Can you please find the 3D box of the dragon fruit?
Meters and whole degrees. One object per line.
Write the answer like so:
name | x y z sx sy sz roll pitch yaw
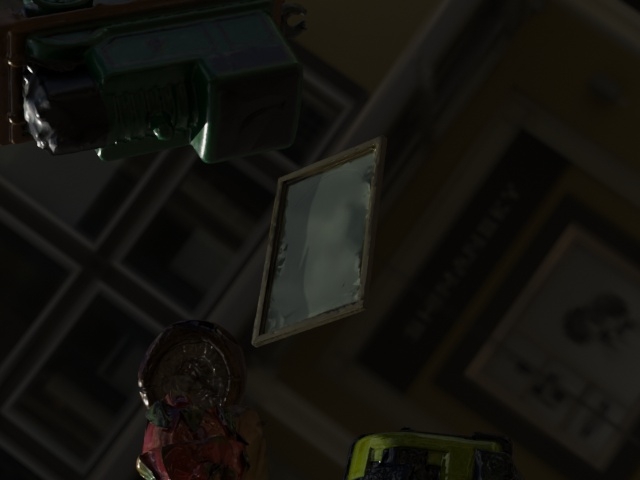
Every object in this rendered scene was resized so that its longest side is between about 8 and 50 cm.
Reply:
dragon fruit | -0.102 0.161 1.316 0.086 0.116 0.081 3 -51 -40

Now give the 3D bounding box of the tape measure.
tape measure | 0.108 0.237 1.606 0.199 0.186 0.112 59 -142 -61

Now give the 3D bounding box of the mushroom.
mushroom | -0.131 0.143 1.764 0.123 0.123 0.052 -57 -10 14

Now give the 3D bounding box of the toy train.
toy train | -0.191 -0.190 1.903 0.429 0.249 0.178 -13 -44 -22

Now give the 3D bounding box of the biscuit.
biscuit | -0.093 0.240 1.509 0.118 0.061 0.183 4 -97 -53

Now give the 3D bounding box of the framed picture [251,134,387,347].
framed picture | 0.000 0.000 1.626 0.136 0.010 0.201 -20 47 34
